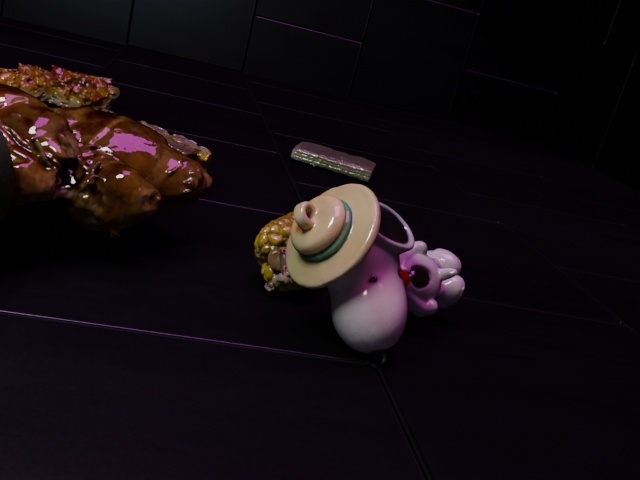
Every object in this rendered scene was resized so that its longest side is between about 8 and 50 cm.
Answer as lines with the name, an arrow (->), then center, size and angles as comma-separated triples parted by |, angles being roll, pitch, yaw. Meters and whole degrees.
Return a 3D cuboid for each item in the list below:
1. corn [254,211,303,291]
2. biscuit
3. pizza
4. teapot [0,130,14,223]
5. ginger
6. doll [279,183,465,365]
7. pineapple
corn -> -0.003, -0.004, 1.014 | 0.101, 0.102, 0.313 | 20, 16, 15
biscuit -> 0.033, -0.194, 1.696 | 0.199, 0.041, 0.121 | 17, 20, 5
pizza -> -0.618, -0.361, 1.607 | 0.305, 0.086, 0.161 | 6, 21, -22
teapot -> -0.442, -0.044, 0.573 | 0.270, 0.200, 0.337 | 49, 14, -15
ginger -> -0.323, -0.103, 0.899 | 0.357, 0.153, 0.274 | 12, 4, -34
doll -> 0.072, 0.025, 0.869 | 0.144, 0.208, 0.271 | -17, 4, 34
pineapple -> -0.279, -0.141, 1.181 | 0.236, 0.115, 0.186 | 7, 19, -31
